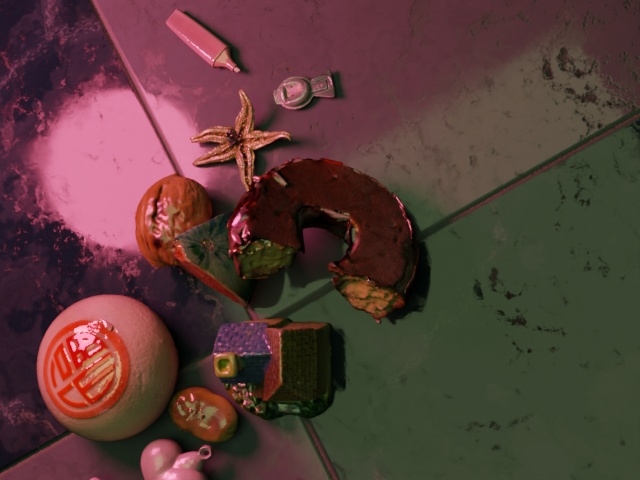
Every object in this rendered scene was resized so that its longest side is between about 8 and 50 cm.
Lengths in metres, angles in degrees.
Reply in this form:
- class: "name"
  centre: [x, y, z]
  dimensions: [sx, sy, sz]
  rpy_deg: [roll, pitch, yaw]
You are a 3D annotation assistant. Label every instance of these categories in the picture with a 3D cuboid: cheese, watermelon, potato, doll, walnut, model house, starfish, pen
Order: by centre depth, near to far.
- class: "model house"
  centre: [-0.099, 0.233, 1.537]
  dimensions: [0.214, 0.189, 0.195]
  rpy_deg: [1, 82, 12]
- class: "watermelon"
  centre: [-0.163, 0.019, 1.563]
  dimensions: [0.128, 0.231, 0.146]
  rpy_deg: [25, 75, 18]
- class: "potato"
  centre: [-0.221, 0.331, 1.612]
  dimensions: [0.138, 0.070, 0.092]
  rpy_deg: [24, 84, 7]
- class: "doll"
  centre: [-0.352, 0.494, 1.614]
  dimensions: [0.365, 0.094, 0.160]
  rpy_deg: [-33, 75, 8]
- class: "walnut"
  centre: [-0.280, -0.039, 1.632]
  dimensions: [0.155, 0.155, 0.184]
  rpy_deg: [0, 89, 13]
- class: "cheese"
  centre: [-0.033, -0.294, 1.661]
  dimensions: [0.120, 0.026, 0.067]
  rpy_deg: [-13, 81, 11]
- class: "starfish"
  centre: [-0.156, -0.185, 1.666]
  dimensions: [0.223, 0.050, 0.217]
  rpy_deg: [-5, 89, 24]
- class: "pen"
  centre: [-0.232, -0.398, 1.718]
  dimensions: [0.197, 0.032, 0.053]
  rpy_deg: [42, 93, 17]

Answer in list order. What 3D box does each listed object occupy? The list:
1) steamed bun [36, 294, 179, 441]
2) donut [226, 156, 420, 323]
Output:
- class: "steamed bun"
  centre: [-0.416, 0.242, 1.613]
  dimensions: [0.283, 0.177, 0.283]
  rpy_deg: [-2, 83, 14]
- class: "donut"
  centre: [0.008, -0.017, 1.522]
  dimensions: [0.345, 0.136, 0.259]
  rpy_deg: [16, 54, -8]
